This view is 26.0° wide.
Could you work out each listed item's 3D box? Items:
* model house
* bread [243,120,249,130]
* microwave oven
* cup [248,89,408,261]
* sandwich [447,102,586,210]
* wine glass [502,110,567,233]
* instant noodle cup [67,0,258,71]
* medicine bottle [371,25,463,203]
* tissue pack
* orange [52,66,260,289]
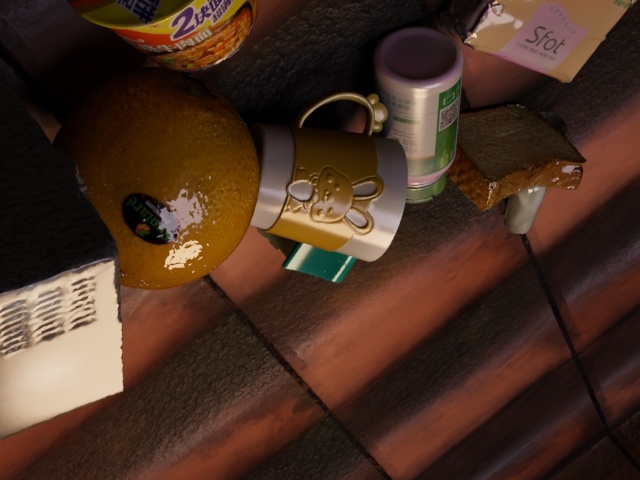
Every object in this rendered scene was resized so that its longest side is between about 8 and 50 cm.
[{"bbox_3d":[0.000,0.000,2.148,0.127,0.149,0.100,9,121,-47],"label":"model house"},{"bbox_3d":[-0.165,-0.138,1.889,0.156,0.086,0.125,-19,137,-28],"label":"bread"},{"bbox_3d":[-0.432,-0.006,1.479,0.374,0.432,0.236,-21,143,-25],"label":"microwave oven"},{"bbox_3d":[0.003,-0.103,1.985,0.226,0.185,0.241,10,100,-20],"label":"cup"},{"bbox_3d":[0.295,-0.139,2.227,0.215,0.186,0.065,-16,138,-33],"label":"sandwich"},{"bbox_3d":[0.372,-0.110,2.443,0.074,0.074,0.262,-20,144,-25],"label":"wine glass"},{"bbox_3d":[-0.173,-0.302,1.594,0.213,0.213,0.174,-39,156,2],"label":"instant noodle cup"},{"bbox_3d":[0.143,-0.180,2.081,0.133,0.133,0.274,-26,144,-18],"label":"medicine bottle"},{"bbox_3d":[0.329,-0.359,2.054,0.257,0.123,0.215,13,124,-41],"label":"tissue pack"},{"bbox_3d":[-0.203,-0.076,1.698,0.274,0.274,0.274,-25,144,-19],"label":"orange"}]
